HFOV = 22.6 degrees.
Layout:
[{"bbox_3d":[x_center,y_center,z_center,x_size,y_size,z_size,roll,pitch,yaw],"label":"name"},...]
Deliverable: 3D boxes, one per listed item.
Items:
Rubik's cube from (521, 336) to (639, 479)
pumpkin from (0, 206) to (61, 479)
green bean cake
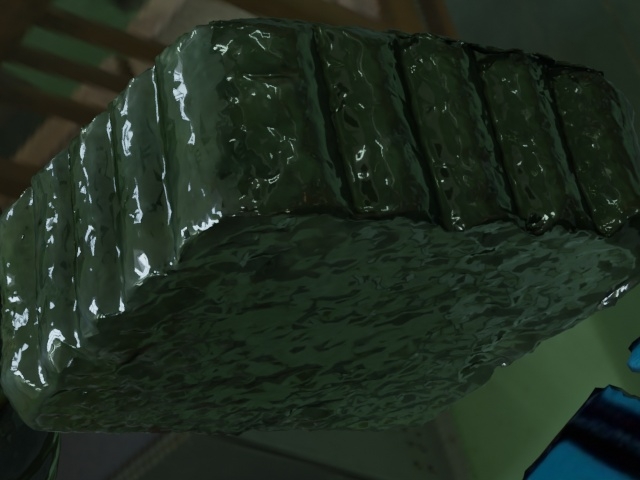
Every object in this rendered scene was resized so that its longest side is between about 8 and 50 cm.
[{"bbox_3d":[0.230,0.114,0.375,0.288,0.293,0.283,-50,11,-2],"label":"Rubik's cube"},{"bbox_3d":[-0.299,0.083,1.018,0.323,0.241,0.323,165,90,-74],"label":"pumpkin"},{"bbox_3d":[0.000,0.000,0.550,0.185,0.183,0.094,-35,57,50],"label":"green bean cake"}]
